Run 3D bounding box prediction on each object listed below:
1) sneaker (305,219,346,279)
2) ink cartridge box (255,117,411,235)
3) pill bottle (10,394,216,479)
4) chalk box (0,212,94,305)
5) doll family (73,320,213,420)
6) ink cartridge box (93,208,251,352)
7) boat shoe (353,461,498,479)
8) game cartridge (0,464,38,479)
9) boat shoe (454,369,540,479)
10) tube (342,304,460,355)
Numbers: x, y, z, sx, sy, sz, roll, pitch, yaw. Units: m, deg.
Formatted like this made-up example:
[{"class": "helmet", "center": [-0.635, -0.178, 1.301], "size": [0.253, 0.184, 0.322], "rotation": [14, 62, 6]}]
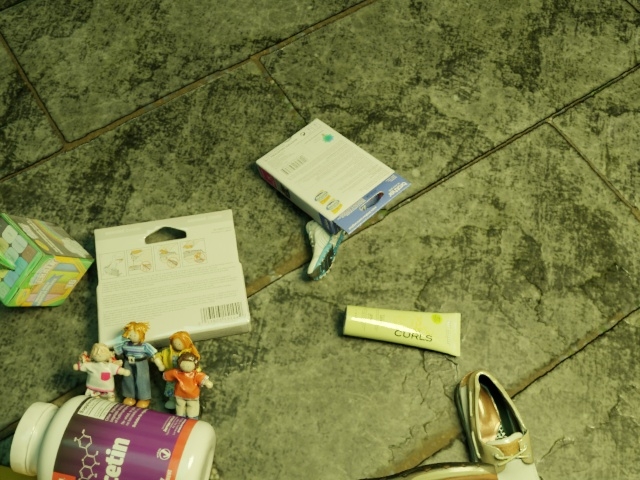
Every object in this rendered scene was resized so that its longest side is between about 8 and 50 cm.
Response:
[{"class": "sneaker", "center": [0.000, 0.000, 1.520], "size": [0.083, 0.071, 0.190], "rotation": [17, 57, 14]}, {"class": "ink cartridge box", "center": [0.026, -0.132, 1.538], "size": [0.186, 0.065, 0.311], "rotation": [-38, 53, -18]}, {"class": "pill bottle", "center": [-0.358, 0.378, 1.241], "size": [0.323, 0.181, 0.181], "rotation": [11, 65, 3]}, {"class": "chalk box", "center": [-0.578, 0.041, 1.384], "size": [0.132, 0.213, 0.132], "rotation": [41, 98, 17]}, {"class": "doll family", "center": [-0.323, 0.239, 1.351], "size": [0.263, 0.118, 0.163], "rotation": [5, 105, 5]}, {"class": "ink cartridge box", "center": [-0.307, 0.083, 1.468], "size": [0.297, 0.066, 0.261], "rotation": [-9, 65, -6]}, {"class": "boat shoe", "center": [0.160, 0.471, 1.263], "size": [0.324, 0.122, 0.119], "rotation": [-14, 75, 8]}, {"class": "game cartridge", "center": [-0.464, 0.520, 1.180], "size": [0.324, 0.052, 0.285], "rotation": [11, 26, 5]}, {"class": "boat shoe", "center": [0.333, 0.386, 1.314], "size": [0.113, 0.103, 0.302], "rotation": [-18, 66, -9]}, {"class": "tube", "center": [0.167, 0.174, 1.441], "size": [0.240, 0.062, 0.070], "rotation": [9, 105, -2]}]
